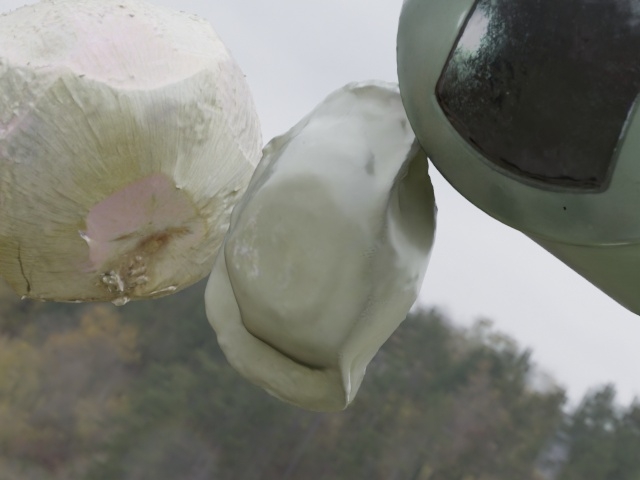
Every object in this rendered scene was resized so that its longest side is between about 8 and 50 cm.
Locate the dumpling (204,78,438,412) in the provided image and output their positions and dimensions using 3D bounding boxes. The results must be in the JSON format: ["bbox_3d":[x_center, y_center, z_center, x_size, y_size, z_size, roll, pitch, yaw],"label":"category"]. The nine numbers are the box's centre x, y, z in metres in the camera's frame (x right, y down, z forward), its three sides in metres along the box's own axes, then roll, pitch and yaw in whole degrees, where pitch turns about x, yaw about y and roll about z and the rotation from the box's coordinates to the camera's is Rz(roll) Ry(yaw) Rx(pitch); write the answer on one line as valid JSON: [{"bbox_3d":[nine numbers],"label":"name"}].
[{"bbox_3d":[0.000,0.000,1.096,0.162,0.250,0.132,28,20,28],"label":"dumpling"}]

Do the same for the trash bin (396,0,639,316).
[{"bbox_3d":[0.235,-0.096,1.082,0.280,0.280,0.432,27,-3,27],"label":"trash bin"}]

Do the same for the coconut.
[{"bbox_3d":[-0.195,-0.079,1.445,0.297,0.297,0.254,35,14,-31],"label":"coconut"}]
